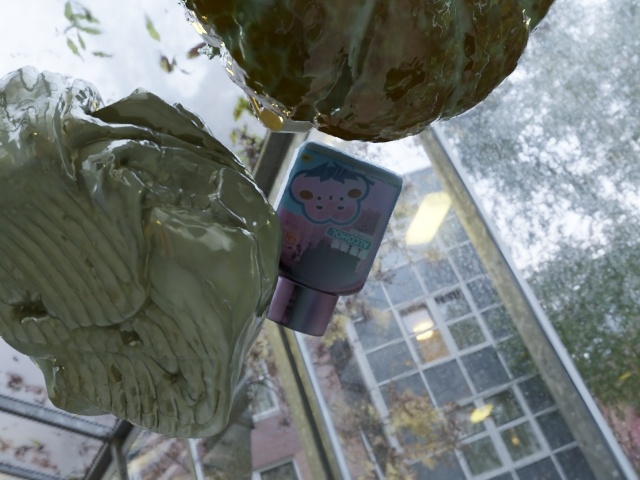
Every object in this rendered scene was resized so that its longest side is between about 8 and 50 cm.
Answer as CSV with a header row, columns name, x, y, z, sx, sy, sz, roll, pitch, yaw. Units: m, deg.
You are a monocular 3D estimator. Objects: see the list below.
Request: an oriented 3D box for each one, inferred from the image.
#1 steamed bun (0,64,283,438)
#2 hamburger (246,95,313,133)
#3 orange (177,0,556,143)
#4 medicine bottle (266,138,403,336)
name,x,y,z,sx,sy,sz,roll,pitch,yaw
steamed bun,-0.172,-0.005,0.557,0.289,0.203,0.276,18,-52,8
hamburger,-0.056,-0.262,0.991,0.116,0.210,0.173,-22,-14,-18
orange,0.038,-0.247,0.557,0.329,0.329,0.249,-12,9,-16
medicine bottle,0.000,0.000,0.708,0.119,0.188,0.094,21,2,-3
